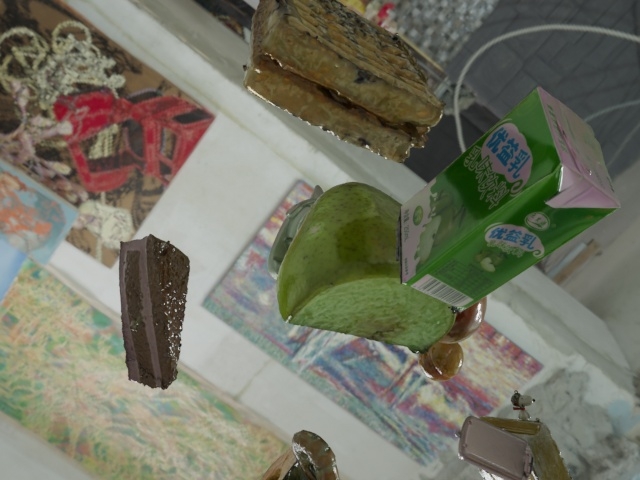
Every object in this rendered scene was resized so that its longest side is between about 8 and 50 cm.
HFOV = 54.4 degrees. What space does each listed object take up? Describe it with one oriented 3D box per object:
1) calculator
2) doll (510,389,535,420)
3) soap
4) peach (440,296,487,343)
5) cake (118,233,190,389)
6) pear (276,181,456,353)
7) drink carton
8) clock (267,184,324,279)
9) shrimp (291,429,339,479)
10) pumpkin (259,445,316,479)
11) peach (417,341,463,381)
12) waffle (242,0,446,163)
[{"bbox_3d":[0.357,0.431,1.283,0.032,0.175,0.100,113,2,-50],"label":"calculator"},{"bbox_3d":[0.499,0.418,1.543,0.040,0.058,0.085,-4,102,-62],"label":"doll"},{"bbox_3d":[0.466,0.517,1.498,0.089,0.174,0.274,-22,175,-19],"label":"soap"},{"bbox_3d":[0.274,0.131,1.360,0.184,0.184,0.184,-52,-172,10],"label":"peach"},{"bbox_3d":[-0.320,0.137,1.209,0.112,0.115,0.295,3,86,-64],"label":"cake"},{"bbox_3d":[0.093,0.021,1.183,0.238,0.342,0.318,-51,-144,35],"label":"pear"},{"bbox_3d":[0.222,-0.042,0.793,0.271,0.108,0.161,-42,-151,38],"label":"drink carton"},{"bbox_3d":[0.000,0.000,1.903,0.108,0.265,0.324,-3,-111,69],"label":"clock"},{"bbox_3d":[-0.004,0.415,1.098,0.099,0.180,0.041,-12,-167,41],"label":"shrimp"},{"bbox_3d":[-0.049,0.580,1.224,0.325,0.232,0.242,-50,178,-45],"label":"pumpkin"},{"bbox_3d":[0.367,0.364,1.895,0.138,0.138,0.138,-52,-172,10],"label":"peach"},{"bbox_3d":[0.025,-0.273,0.922,0.114,0.260,0.376,-60,-161,27],"label":"waffle"}]
